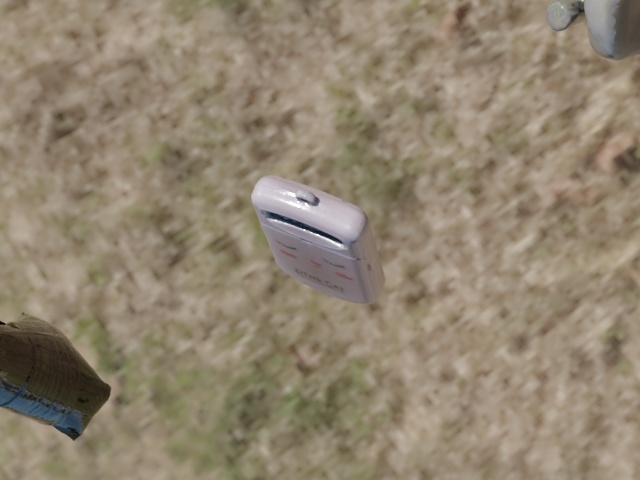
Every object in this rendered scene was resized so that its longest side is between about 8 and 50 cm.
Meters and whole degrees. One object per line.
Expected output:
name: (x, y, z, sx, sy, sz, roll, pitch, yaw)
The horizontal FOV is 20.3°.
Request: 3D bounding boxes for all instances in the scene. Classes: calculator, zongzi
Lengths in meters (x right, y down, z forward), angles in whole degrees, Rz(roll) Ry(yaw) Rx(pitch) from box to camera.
calculator: (0.000, 0.000, 1.447, 0.100, 0.032, 0.175, 21, 160, 18)
zongzi: (-0.315, 0.096, 1.752, 0.187, 0.084, 0.184, 35, -171, -47)

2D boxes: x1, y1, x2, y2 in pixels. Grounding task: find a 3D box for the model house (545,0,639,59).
model house: (0.151, -0.204, 0.917, 0.188, 0.229, 0.122, 37, 133, 24)
